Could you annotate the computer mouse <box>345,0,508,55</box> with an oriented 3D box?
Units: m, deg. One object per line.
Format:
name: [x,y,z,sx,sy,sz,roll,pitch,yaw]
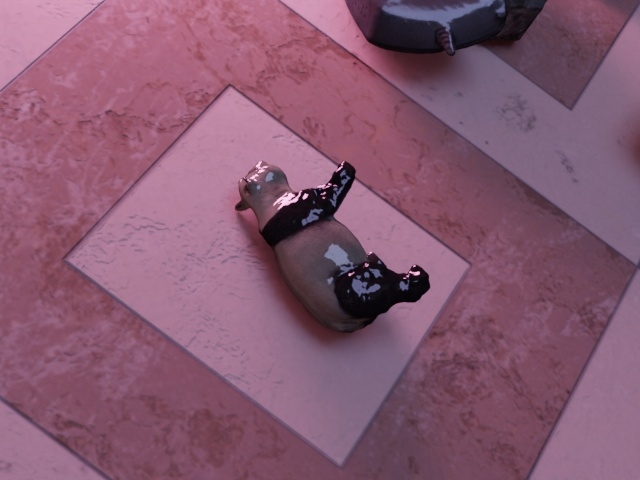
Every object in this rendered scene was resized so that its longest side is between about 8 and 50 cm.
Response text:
computer mouse: [0.101,-0.357,1.910,0.188,0.122,0.370,-10,62,-13]

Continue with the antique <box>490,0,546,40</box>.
antique: [0.209,-0.340,1.987,0.088,0.086,0.183,-5,58,-31]

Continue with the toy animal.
toy animal: [0.000,0.000,1.611,0.121,0.094,0.225,-25,71,-30]
